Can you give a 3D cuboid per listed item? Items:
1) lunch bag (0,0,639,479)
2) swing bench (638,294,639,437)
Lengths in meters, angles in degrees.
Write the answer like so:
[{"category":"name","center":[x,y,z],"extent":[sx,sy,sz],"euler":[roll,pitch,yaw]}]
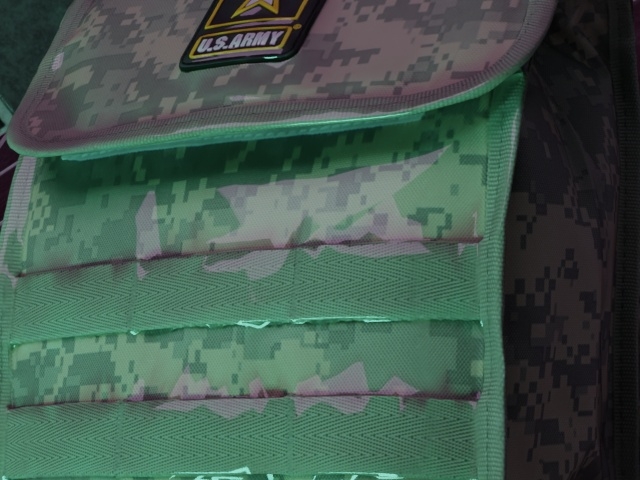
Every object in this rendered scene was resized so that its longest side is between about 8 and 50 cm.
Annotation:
[{"category":"lunch bag","center":[0.000,0.000,0.650],"extent":[0.235,0.169,0.287],"euler":[-4,77,28]},{"category":"swing bench","center":[0.059,0.044,0.866],"extent":[0.253,0.165,0.254],"euler":[-31,4,21]}]
